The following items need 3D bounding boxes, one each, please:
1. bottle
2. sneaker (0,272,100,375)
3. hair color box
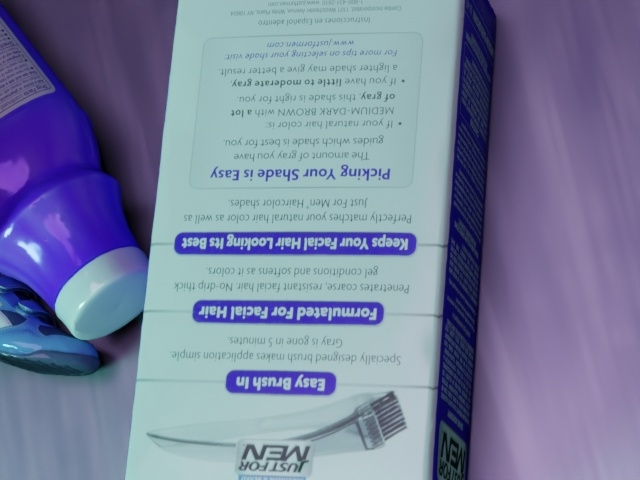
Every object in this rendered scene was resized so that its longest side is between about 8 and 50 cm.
[{"bbox_3d":[-0.207,-0.060,1.297,0.118,0.092,0.283,-36,67,-8],"label":"bottle"},{"bbox_3d":[-0.203,0.048,1.287,0.144,0.053,0.059,18,78,20],"label":"sneaker"},{"bbox_3d":[0.000,0.000,1.210,0.185,0.110,0.339,1,72,16],"label":"hair color box"}]
